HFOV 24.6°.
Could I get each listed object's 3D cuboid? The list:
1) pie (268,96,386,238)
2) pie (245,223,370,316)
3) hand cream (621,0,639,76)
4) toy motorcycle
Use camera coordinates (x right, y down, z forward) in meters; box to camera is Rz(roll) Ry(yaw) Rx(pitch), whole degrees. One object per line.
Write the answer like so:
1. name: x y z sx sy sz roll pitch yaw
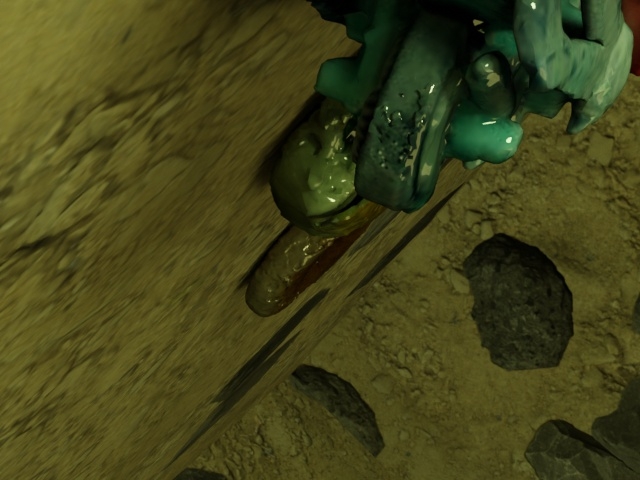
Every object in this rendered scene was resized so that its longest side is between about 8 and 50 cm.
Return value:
1. pie: 0.105 -0.145 1.035 0.371 0.078 0.296 -50 175 28
2. pie: 0.000 0.000 1.449 0.195 0.046 0.195 -46 174 -6
3. hand cream: 0.239 -0.193 0.783 0.230 0.149 0.230 8 90 -76
4. toy motorcycle: 0.080 -0.129 0.681 0.260 0.154 0.206 -50 158 -62
